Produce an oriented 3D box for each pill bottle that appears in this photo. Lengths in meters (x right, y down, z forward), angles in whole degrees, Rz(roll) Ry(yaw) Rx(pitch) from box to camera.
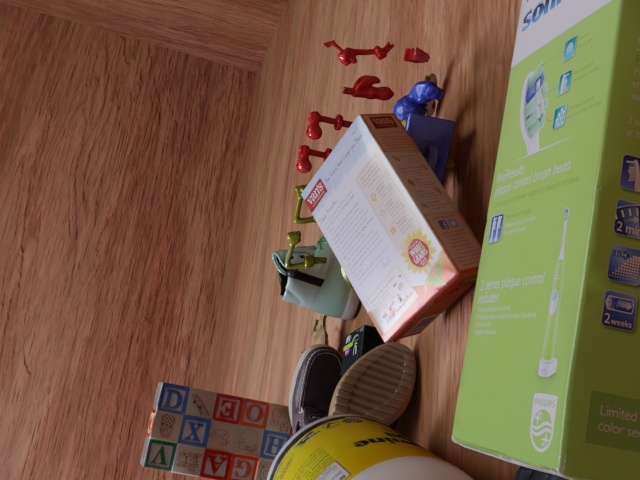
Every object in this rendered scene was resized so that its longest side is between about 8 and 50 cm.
[{"bbox_3d":[0.063,0.288,0.791,0.334,0.187,0.188,175,108,-75],"label":"pill bottle"}]

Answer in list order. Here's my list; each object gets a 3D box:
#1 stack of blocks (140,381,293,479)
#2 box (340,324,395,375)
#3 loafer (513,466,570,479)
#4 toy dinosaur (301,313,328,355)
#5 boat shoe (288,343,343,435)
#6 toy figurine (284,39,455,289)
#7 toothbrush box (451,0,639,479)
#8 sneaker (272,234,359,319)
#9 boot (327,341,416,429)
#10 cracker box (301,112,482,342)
[{"bbox_3d":[-0.125,0.334,1.281,0.087,0.297,0.171,148,135,-71],"label":"stack of blocks"},{"bbox_3d":[0.068,0.163,1.180,0.083,0.052,0.062,135,147,-63],"label":"box"},{"bbox_3d":[0.146,0.251,0.530,0.078,0.076,0.223,112,171,-71],"label":"loafer"},{"bbox_3d":[0.000,0.192,1.403,0.093,0.053,0.183,115,156,-64],"label":"toy dinosaur"},{"bbox_3d":[0.005,0.300,1.224,0.092,0.102,0.285,164,115,-69],"label":"boat shoe"},{"bbox_3d":[0.085,-0.092,1.094,0.217,0.191,0.363,-150,72,-71],"label":"toy figurine"},{"bbox_3d":[0.207,-0.007,0.443,0.122,0.206,0.283,160,121,-75],"label":"toothbrush box"},{"bbox_3d":[0.000,0.000,1.403,0.094,0.151,0.256,123,157,-59],"label":"sneaker"},{"bbox_3d":[0.046,0.270,1.088,0.248,0.090,0.207,-57,-16,-26],"label":"boot"},{"bbox_3d":[0.084,-0.017,0.985,0.156,0.067,0.232,-51,60,43],"label":"cracker box"}]
